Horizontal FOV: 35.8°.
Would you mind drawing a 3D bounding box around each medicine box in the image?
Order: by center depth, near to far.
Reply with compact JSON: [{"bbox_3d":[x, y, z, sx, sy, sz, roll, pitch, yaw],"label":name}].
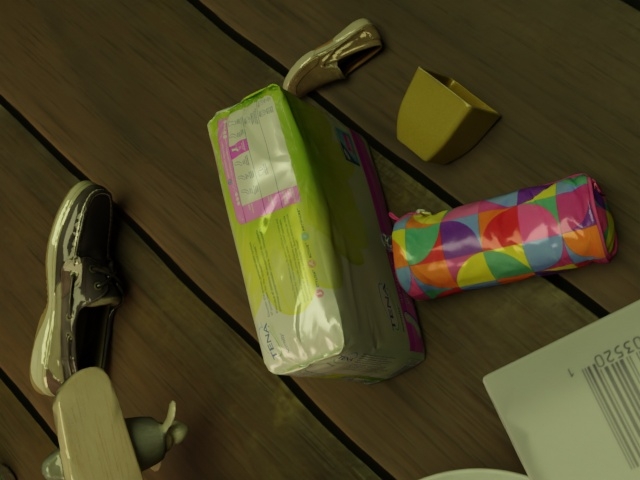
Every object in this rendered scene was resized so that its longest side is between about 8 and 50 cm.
[{"bbox_3d":[0.320,0.131,0.826,0.264,0.289,0.149,-31,66,20],"label":"medicine box"}]

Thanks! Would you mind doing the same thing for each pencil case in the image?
[{"bbox_3d":[0.185,-0.004,1.034,0.236,0.104,0.104,-11,76,24],"label":"pencil case"}]

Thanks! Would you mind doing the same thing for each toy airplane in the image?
[{"bbox_3d":[-0.175,0.379,1.053,0.385,0.272,0.386,26,78,-2],"label":"toy airplane"}]

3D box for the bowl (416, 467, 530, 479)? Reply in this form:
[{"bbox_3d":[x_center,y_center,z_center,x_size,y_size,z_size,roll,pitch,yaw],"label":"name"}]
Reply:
[{"bbox_3d":[0.149,0.368,0.936,0.298,0.134,0.297,-1,74,3],"label":"bowl"}]

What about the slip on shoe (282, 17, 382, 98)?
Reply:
[{"bbox_3d":[0.015,-0.209,1.188,0.135,0.051,0.041,-35,64,9],"label":"slip on shoe"}]

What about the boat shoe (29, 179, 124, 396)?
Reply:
[{"bbox_3d":[-0.299,0.068,1.274,0.092,0.103,0.285,11,90,24],"label":"boat shoe"}]

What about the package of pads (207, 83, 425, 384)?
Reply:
[{"bbox_3d":[0.000,0.000,1.053,0.101,0.229,0.296,-23,72,23],"label":"package of pads"}]

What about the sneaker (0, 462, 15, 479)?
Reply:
[{"bbox_3d":[-0.484,0.441,1.285,0.108,0.121,0.302,1,81,28],"label":"sneaker"}]

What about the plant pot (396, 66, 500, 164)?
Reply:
[{"bbox_3d":[0.132,-0.131,1.097,0.081,0.081,0.083,44,112,27],"label":"plant pot"}]
